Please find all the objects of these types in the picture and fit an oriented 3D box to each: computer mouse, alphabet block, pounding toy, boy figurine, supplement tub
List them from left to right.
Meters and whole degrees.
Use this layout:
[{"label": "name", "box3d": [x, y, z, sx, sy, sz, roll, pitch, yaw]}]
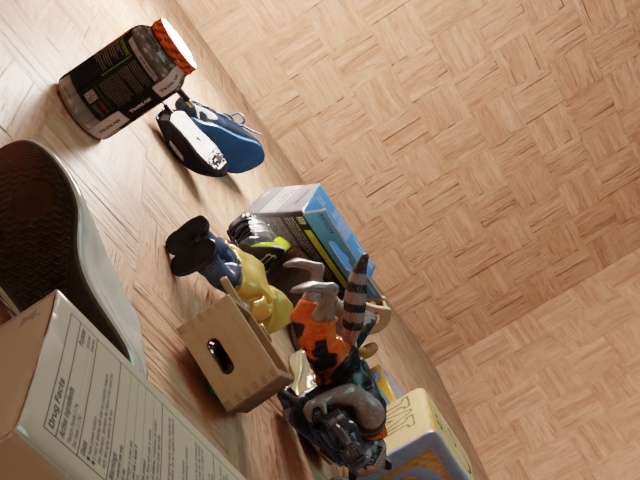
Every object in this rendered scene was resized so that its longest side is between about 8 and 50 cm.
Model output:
[{"label": "supplement tub", "box3d": [-0.293, -0.250, 1.141, 0.117, 0.190, 0.117, 57, 8, -12]}, {"label": "computer mouse", "box3d": [-0.293, -0.239, 1.567, 0.262, 0.060, 0.184, 46, 24, -16]}, {"label": "pounding toy", "box3d": [-0.126, 0.146, 1.041, 0.181, 0.094, 0.206, 55, -3, 15]}, {"label": "boy figurine", "box3d": [-0.139, 0.069, 1.239, 0.285, 0.092, 0.177, 50, 10, -50]}, {"label": "pounding toy", "box3d": [0.113, 0.208, 2.065, 0.269, 0.154, 0.155, 54, 8, -24]}, {"label": "alphabet block", "box3d": [0.166, 0.426, 1.382, 0.192, 0.193, 0.197, 58, 7, -10]}]

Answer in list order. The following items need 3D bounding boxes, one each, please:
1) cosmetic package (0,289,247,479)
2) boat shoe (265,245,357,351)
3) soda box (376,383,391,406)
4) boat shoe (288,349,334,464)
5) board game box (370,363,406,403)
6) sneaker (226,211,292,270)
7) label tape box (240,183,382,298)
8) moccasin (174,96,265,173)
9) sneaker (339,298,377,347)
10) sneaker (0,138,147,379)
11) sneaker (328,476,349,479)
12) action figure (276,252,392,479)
[{"label": "cosmetic package", "box3d": [-0.145, 0.206, 0.553, 0.309, 0.113, 0.160, 54, 8, -27]}, {"label": "boat shoe", "box3d": [0.000, 0.165, 1.598, 0.130, 0.132, 0.355, 51, 10, -53]}, {"label": "soda box", "box3d": [0.129, 0.399, 1.710, 0.210, 0.071, 0.067, 56, 8, -16]}, {"label": "boat shoe", "box3d": [0.010, 0.274, 1.335, 0.109, 0.098, 0.302, 55, 8, -21]}, {"label": "board game box", "box3d": [0.227, 0.508, 1.934, 0.242, 0.064, 0.316, 51, 10, -42]}, {"label": "sneaker", "box3d": [-0.142, 0.008, 1.493, 0.121, 0.111, 0.300, 48, 2, 1]}, {"label": "label tape box", "box3d": [0.000, 0.000, 1.694, 0.348, 0.115, 0.249, -1, -50, 54]}, {"label": "moccasin", "box3d": [-0.233, -0.263, 1.796, 0.116, 0.138, 0.342, 62, 8, 19]}, {"label": "sneaker", "box3d": [0.041, 0.222, 1.823, 0.140, 0.125, 0.341, 31, 8, 7]}, {"label": "sneaker", "box3d": [-0.245, 0.043, 0.704, 0.123, 0.106, 0.290, 87, -22, -68]}, {"label": "sneaker", "box3d": [0.115, 0.455, 1.160, 0.267, 0.101, 0.106, 41, -4, -8]}, {"label": "action figure", "box3d": [0.040, 0.202, 1.079, 0.341, 0.179, 0.330, -163, -123, -70]}]
